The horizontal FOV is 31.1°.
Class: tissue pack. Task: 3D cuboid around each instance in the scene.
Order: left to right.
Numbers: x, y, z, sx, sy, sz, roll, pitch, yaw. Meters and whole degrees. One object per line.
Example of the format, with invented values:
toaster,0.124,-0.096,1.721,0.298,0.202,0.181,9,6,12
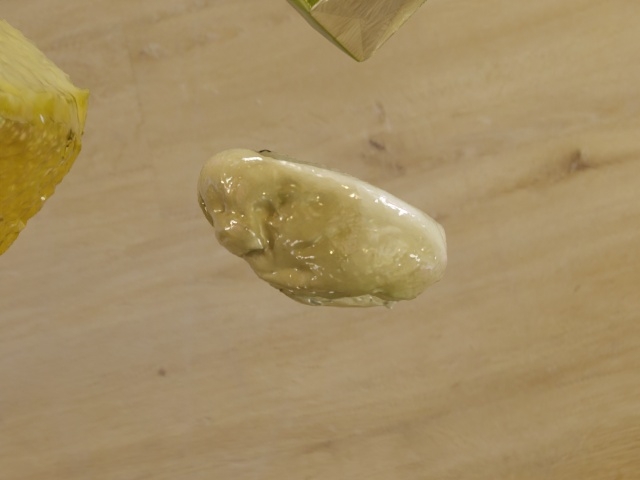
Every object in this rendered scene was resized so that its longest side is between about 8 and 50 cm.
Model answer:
tissue pack,-0.012,-0.389,1.445,0.167,0.200,0.274,-45,68,7

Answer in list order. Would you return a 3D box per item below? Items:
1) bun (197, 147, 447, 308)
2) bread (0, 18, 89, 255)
bun,0.000,0.000,1.012,0.237,0.210,0.116,22,88,33
bread,-0.275,0.020,0.409,0.143,0.323,0.333,43,97,11
